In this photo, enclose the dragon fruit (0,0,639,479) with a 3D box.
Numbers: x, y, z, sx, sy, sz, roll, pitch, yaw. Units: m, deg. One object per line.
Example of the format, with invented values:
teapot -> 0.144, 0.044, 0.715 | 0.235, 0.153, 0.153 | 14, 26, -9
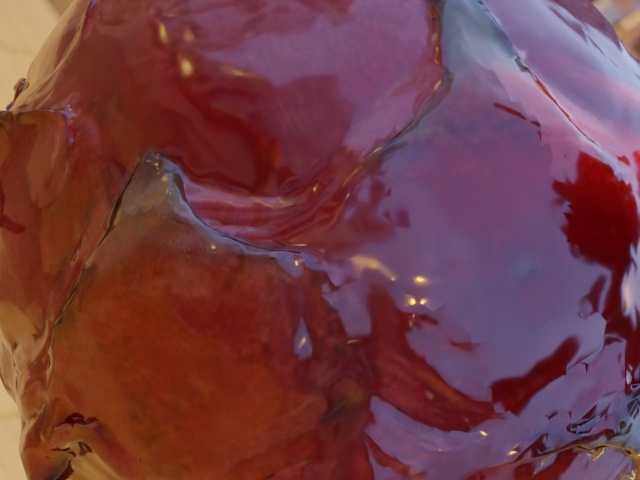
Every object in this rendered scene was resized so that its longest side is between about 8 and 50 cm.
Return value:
dragon fruit -> 0.006, 0.008, 0.530 | 0.241, 0.241, 0.252 | 50, 34, -21
